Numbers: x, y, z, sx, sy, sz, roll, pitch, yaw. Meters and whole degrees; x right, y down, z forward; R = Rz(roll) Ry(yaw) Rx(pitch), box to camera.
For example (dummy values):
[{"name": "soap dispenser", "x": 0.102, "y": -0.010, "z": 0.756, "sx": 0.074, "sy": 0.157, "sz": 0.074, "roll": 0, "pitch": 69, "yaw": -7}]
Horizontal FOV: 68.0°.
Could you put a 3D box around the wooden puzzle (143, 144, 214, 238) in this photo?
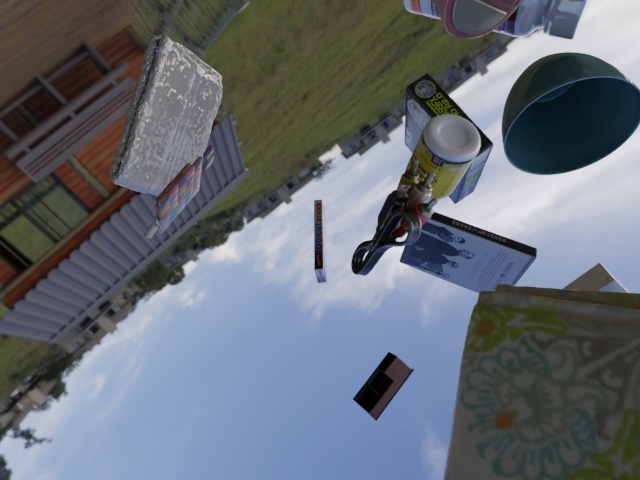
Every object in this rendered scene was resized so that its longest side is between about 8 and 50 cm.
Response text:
[{"name": "wooden puzzle", "x": -0.107, "y": -0.035, "z": 0.358, "sx": 0.083, "sy": 0.006, "sz": 0.049, "roll": -58, "pitch": -179, "yaw": -30}]

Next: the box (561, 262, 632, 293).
[{"name": "box", "x": 0.741, "y": 0.167, "z": 1.233, "sx": 0.130, "sy": 0.170, "sz": 0.091, "roll": -44, "pitch": -168, "yaw": 24}]

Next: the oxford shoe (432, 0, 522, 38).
[{"name": "oxford shoe", "x": 0.210, "y": -0.427, "z": 0.490, "sx": 0.397, "sy": 0.141, "sz": 0.146, "roll": 118, "pitch": -37, "yaw": -47}]

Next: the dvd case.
[{"name": "dvd case", "x": 0.296, "y": 0.033, "z": 0.989, "sx": 0.179, "sy": 0.239, "sz": 0.029, "roll": 96, "pitch": 18, "yaw": -54}]

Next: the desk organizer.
[{"name": "desk organizer", "x": 0.130, "y": 0.302, "z": 0.992, "sx": 0.130, "sy": 0.050, "sz": 0.047, "roll": -50, "pitch": -169, "yaw": -10}]

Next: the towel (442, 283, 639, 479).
[{"name": "towel", "x": 0.241, "y": 0.212, "z": 0.318, "sx": 0.321, "sy": 0.090, "sz": 0.374, "roll": 0, "pitch": -111, "yaw": 42}]

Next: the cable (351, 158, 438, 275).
[{"name": "cable", "x": 0.135, "y": -0.005, "z": 0.877, "sx": 0.287, "sy": 0.072, "sz": 0.139, "roll": 110, "pitch": -24, "yaw": -47}]

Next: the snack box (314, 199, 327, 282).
[{"name": "snack box", "x": 0.000, "y": 0.000, "z": 1.045, "sx": 0.022, "sy": 0.064, "sz": 0.178, "roll": -4, "pitch": -122, "yaw": 6}]

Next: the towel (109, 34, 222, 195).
[{"name": "towel", "x": -0.283, "y": -0.218, "z": 0.891, "sx": 0.049, "sy": 0.187, "sz": 0.282, "roll": 17, "pitch": -92, "yaw": 25}]

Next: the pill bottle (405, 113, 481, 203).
[{"name": "pill bottle", "x": 0.219, "y": -0.140, "z": 0.892, "sx": 0.103, "sy": 0.103, "sz": 0.184, "roll": -50, "pitch": 167, "yaw": -26}]

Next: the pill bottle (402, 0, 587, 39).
[{"name": "pill bottle", "x": 0.402, "y": -0.591, "z": 1.063, "sx": 0.392, "sy": 0.224, "sz": 0.224, "roll": 24, "pitch": -125, "yaw": 21}]

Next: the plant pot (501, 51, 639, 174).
[{"name": "plant pot", "x": 0.561, "y": -0.324, "z": 1.118, "sx": 0.290, "sy": 0.290, "sz": 0.195, "roll": -27, "pitch": -132, "yaw": 33}]

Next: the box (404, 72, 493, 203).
[{"name": "box", "x": 0.281, "y": -0.222, "z": 1.093, "sx": 0.060, "sy": 0.216, "sz": 0.270, "roll": -35, "pitch": 163, "yaw": -2}]
